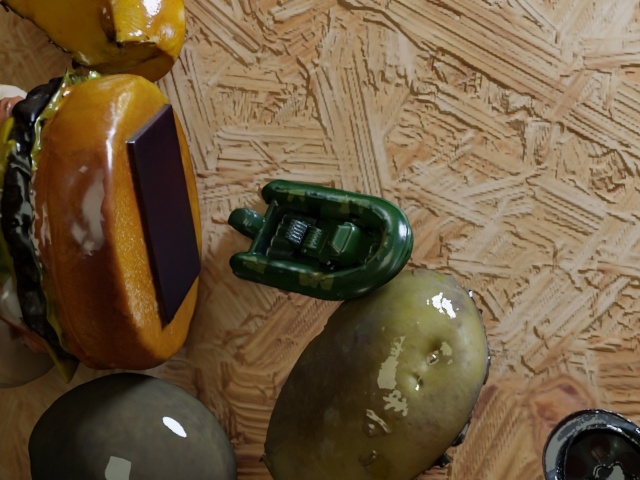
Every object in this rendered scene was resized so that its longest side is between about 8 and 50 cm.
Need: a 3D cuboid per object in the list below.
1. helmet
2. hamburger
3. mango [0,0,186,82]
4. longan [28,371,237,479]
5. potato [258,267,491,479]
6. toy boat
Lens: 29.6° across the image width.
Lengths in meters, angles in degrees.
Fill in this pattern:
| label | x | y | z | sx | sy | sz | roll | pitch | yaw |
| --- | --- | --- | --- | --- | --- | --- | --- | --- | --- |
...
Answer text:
| label | x | y | z | sx | sy | sz | roll | pitch | yaw |
| --- | --- | --- | --- | --- | --- | --- | --- | --- | --- |
| helmet | 0.240 | 0.203 | 1.005 | 0.098 | 0.070 | 0.123 | -35 | 67 | -3 |
| hamburger | -0.234 | -0.011 | 1.043 | 0.225 | 0.291 | 0.291 | -3 | 78 | 12 |
| mango | -0.223 | -0.252 | 1.168 | 0.154 | 0.126 | 0.252 | -39 | 66 | 10 |
| longan | -0.165 | 0.199 | 1.049 | 0.187 | 0.167 | 0.167 | 17 | 82 | 35 |
| potato | 0.049 | 0.131 | 1.016 | 0.138 | 0.098 | 0.243 | 23 | 83 | 51 |
| toy boat | 0.000 | 0.000 | 1.074 | 0.210 | 0.052 | 0.104 | 12 | 70 | 44 |
